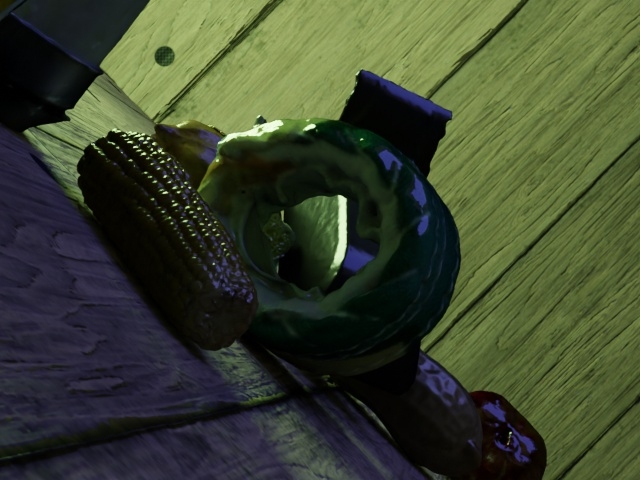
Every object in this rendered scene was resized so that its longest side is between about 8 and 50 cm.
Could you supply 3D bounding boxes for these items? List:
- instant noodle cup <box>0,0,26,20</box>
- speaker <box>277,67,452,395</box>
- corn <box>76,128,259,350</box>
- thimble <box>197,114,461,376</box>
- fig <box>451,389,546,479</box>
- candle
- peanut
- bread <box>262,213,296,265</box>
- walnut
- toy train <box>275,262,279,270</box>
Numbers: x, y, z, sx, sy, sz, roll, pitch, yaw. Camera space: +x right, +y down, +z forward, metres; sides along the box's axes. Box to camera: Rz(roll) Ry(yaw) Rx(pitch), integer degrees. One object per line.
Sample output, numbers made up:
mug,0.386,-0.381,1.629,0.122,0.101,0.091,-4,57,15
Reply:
instant noodle cup,-0.340,-0.269,1.278,0.236,0.215,0.215,53,-1,-18
speaker,0.062,-0.017,1.949,0.180,0.184,0.388,23,35,-16
corn,-0.139,-0.010,1.402,0.097,0.097,0.320,44,4,-38
thimble,0.000,0.000,1.685,0.288,0.254,0.167,43,0,25
fig,0.248,0.319,2.333,0.170,0.145,0.274,47,-11,17
candle,-0.246,-0.290,1.524,0.221,0.342,0.221,39,2,-2
peanut,0.099,0.183,2.042,0.298,0.120,0.136,48,-13,5
bread,-0.105,-0.015,1.890,0.111,0.129,0.114,14,-34,55
walnut,-0.134,-0.063,1.997,0.245,0.137,0.137,53,-2,-27
toy train,-0.107,-0.003,2.204,0.149,0.081,0.099,44,3,-42
